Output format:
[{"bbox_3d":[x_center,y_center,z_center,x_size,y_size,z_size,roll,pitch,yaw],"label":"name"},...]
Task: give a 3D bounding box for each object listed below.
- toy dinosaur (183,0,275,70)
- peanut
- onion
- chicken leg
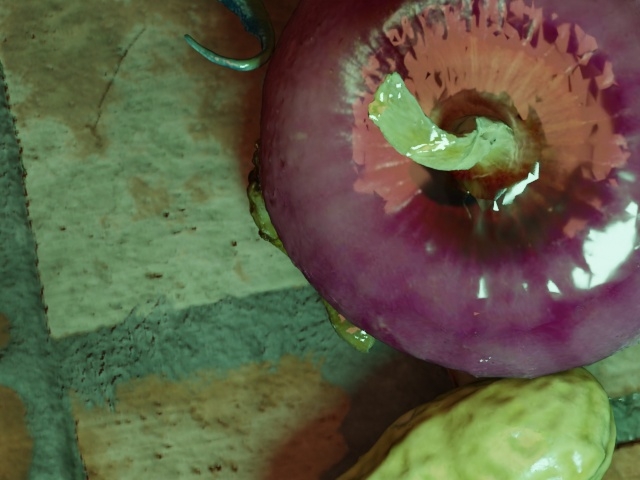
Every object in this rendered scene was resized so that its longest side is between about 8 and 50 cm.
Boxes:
[{"bbox_3d":[-0.104,-0.258,1.402,0.147,0.076,0.363,-43,50,0],"label":"toy dinosaur"},{"bbox_3d":[0.096,0.203,1.352,0.305,0.147,0.147,-45,78,9],"label":"peanut"},{"bbox_3d":[0.129,-0.060,1.255,0.358,0.345,0.358,4,126,6],"label":"onion"},{"bbox_3d":[-0.001,0.000,1.424,0.085,0.069,0.198,-25,90,-6],"label":"chicken leg"}]
